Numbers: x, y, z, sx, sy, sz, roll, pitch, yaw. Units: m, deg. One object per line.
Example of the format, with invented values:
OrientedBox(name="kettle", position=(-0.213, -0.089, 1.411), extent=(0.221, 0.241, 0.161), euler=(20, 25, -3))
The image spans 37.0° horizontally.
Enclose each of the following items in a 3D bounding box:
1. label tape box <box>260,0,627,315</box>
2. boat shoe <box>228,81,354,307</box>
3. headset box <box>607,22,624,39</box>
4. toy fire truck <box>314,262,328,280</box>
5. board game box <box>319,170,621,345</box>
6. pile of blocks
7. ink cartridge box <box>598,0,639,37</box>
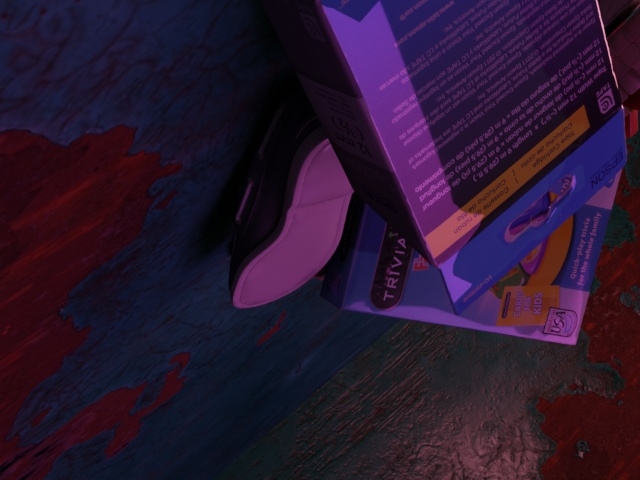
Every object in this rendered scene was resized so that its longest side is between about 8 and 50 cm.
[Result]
OrientedBox(name="label tape box", position=(0.125, -0.142, 0.836), extent=(0.249, 0.115, 0.348), euler=(-39, 130, -14))
OrientedBox(name="boat shoe", position=(-0.038, -0.042, 1.057), extent=(0.116, 0.099, 0.319), euler=(-11, 148, -30))
OrientedBox(name="headset box", position=(0.334, -0.310, 1.324), extent=(0.293, 0.110, 0.218), euler=(-33, 162, -38))
OrientedBox(name="toy fire truck", position=(0.000, 0.000, 1.220), extent=(0.047, 0.192, 0.135), euler=(97, 12, -70))
OrientedBox(name="board game box", position=(0.191, -0.019, 1.188), extent=(0.079, 0.336, 0.254), euler=(-151, -107, -68))
OrientedBox(name="pile of blocks", position=(0.376, -0.193, 1.184), extent=(0.149, 0.112, 0.362), euler=(-43, 178, 2))
OrientedBox(name="ink cartridge box", position=(0.194, -0.225, 1.061), extent=(0.332, 0.165, 0.065), euler=(-43, 168, -7))
